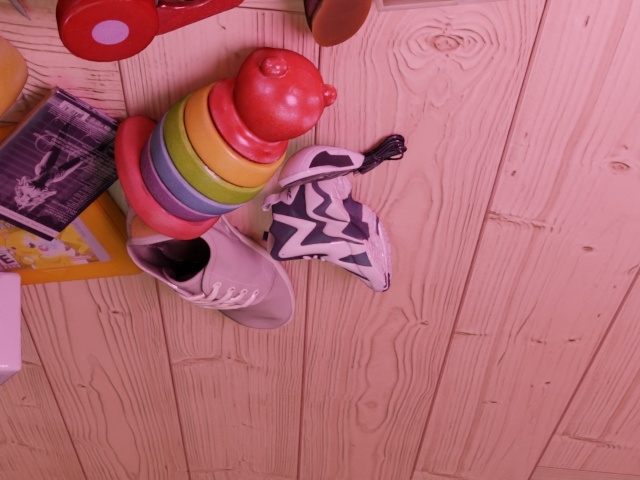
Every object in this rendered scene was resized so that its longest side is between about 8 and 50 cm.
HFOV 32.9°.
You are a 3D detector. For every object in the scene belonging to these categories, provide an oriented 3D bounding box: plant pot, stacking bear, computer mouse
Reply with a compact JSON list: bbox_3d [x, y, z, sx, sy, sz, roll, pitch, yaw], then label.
[{"bbox_3d":[-0.441,-0.188,1.344,0.134,0.095,0.134,4,146,2],"label":"plant pot"},{"bbox_3d":[-0.108,-0.133,1.334,0.175,0.164,0.289,28,136,-30],"label":"stacking bear"},{"bbox_3d":[0.018,-0.104,1.386,0.106,0.042,0.193,-19,176,40],"label":"computer mouse"}]

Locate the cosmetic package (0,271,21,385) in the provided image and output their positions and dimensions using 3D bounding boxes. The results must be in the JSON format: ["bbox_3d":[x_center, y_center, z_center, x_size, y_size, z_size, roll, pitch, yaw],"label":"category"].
[{"bbox_3d":[-0.660,0.184,1.773,0.230,0.161,0.453,6,158,-31],"label":"cosmetic package"}]

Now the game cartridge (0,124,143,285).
[{"bbox_3d":[-0.447,-0.042,1.602,0.285,0.052,0.323,-6,145,17],"label":"game cartridge"}]

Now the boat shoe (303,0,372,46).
[{"bbox_3d":[0.013,-0.285,1.155,0.073,0.073,0.207,-23,161,-12],"label":"boat shoe"}]

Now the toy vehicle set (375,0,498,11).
[{"bbox_3d":[0.178,-0.318,1.112,0.267,0.035,0.166,-3,145,12],"label":"toy vehicle set"}]

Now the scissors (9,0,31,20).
[{"bbox_3d":[-0.392,-0.346,1.167,0.109,0.021,0.297,-20,137,30],"label":"scissors"}]

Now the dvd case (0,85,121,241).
[{"bbox_3d":[-0.359,-0.097,1.456,0.221,0.018,0.164,-40,137,21],"label":"dvd case"}]

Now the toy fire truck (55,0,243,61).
[{"bbox_3d":[-0.140,-0.312,1.078,0.254,0.169,0.302,-5,150,-17],"label":"toy fire truck"}]

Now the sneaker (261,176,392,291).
[{"bbox_3d":[0.000,0.000,1.562,0.153,0.094,0.235,-11,143,26],"label":"sneaker"}]

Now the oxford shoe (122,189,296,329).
[{"bbox_3d":[-0.165,0.047,1.618,0.169,0.130,0.449,-11,148,16],"label":"oxford shoe"}]
